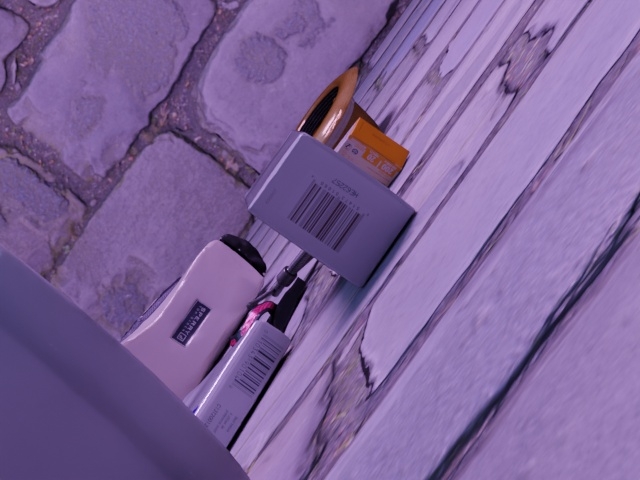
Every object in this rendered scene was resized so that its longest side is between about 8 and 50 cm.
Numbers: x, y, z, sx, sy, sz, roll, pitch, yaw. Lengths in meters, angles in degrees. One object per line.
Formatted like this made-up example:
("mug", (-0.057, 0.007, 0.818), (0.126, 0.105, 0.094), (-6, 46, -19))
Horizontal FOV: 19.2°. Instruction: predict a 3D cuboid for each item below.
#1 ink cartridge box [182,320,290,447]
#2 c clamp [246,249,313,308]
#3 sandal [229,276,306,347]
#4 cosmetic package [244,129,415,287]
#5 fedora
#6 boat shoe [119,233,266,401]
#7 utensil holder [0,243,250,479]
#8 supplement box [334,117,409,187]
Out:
("ink cartridge box", (-0.123, 0.193, 1.741), (0.206, 0.045, 0.208), (-58, 7, -33))
("c clamp", (0.000, 0.000, 1.956), (0.161, 0.022, 0.137), (-50, -6, 26))
("sandal", (-0.061, 0.087, 1.890), (0.067, 0.040, 0.179), (-51, 6, 32))
("cosmetic package", (0.003, -0.032, 1.622), (0.085, 0.117, 0.231), (-54, 6, 3))
("fedora", (0.018, -0.124, 2.348), (0.194, 0.079, 0.194), (-53, 11, 15))
("boat shoe", (-0.195, 0.154, 2.414), (0.340, 0.127, 0.158), (-48, -4, -20))
("utensil holder", (-0.287, 0.214, 1.271), (0.385, 0.327, 0.327), (-50, 3, -13))
("supplement box", (0.034, -0.064, 1.859), (0.098, 0.062, 0.036), (-53, 7, 37))
